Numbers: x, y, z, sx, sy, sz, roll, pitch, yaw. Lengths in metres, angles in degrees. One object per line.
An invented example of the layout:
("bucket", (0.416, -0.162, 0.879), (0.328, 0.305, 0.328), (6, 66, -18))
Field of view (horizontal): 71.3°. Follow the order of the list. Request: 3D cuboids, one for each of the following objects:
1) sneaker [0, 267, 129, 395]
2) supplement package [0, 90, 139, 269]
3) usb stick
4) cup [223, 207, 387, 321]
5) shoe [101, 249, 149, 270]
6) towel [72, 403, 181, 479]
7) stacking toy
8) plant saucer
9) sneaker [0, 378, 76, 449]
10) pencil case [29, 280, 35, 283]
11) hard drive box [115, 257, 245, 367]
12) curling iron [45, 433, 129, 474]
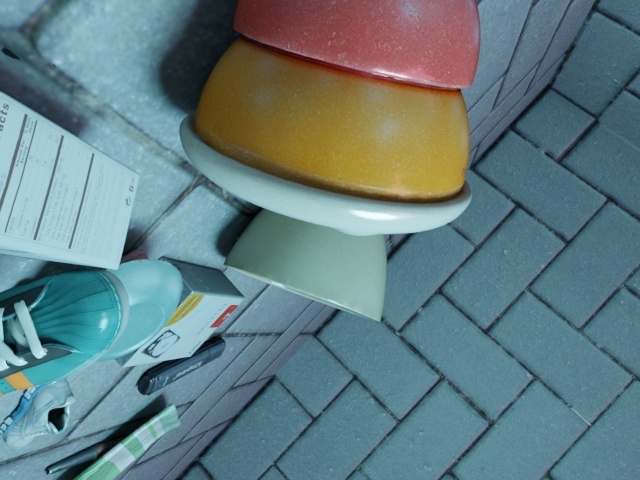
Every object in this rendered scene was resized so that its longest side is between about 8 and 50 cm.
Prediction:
("sneaker", (-0.334, 0.112, 0.423), (0.303, 0.108, 0.121), (-22, 178, 9))
("supplement package", (-0.256, -0.042, 0.372), (0.179, 0.105, 0.105), (46, 51, -74))
("usb stick", (-0.356, 0.327, 1.183), (0.077, 0.045, 0.278), (-53, 163, 24))
("cup", (0.000, 0.000, 0.916), (0.331, 0.332, 0.236), (54, 55, -74))
("shoe", (-0.313, 0.096, 0.670), (0.178, 0.081, 0.063), (-44, 160, -3))
("towel", (-0.543, 0.599, 1.251), (0.325, 0.038, 0.247), (-34, 162, -29))
("stacking toy", (0.056, -0.276, 0.466), (0.351, 0.351, 0.479), (-24, 135, -54))
("plant saucer", (-0.269, 0.110, 0.613), (0.195, 0.037, 0.194), (-34, 151, -22))
("sneaker", (-0.478, 0.310, 0.762), (0.190, 0.083, 0.071), (-52, 165, 22))
("pencil case", (-0.391, 0.125, 0.570), (0.151, 0.064, 0.070), (-46, 151, -2))
("hard drive box", (-0.275, 0.138, 0.859), (0.181, 0.089, 0.232), (-47, 165, 2))
("curling iron", (-0.590, 0.556, 1.153), (0.068, 0.035, 0.274), (-48, 164, 1))
